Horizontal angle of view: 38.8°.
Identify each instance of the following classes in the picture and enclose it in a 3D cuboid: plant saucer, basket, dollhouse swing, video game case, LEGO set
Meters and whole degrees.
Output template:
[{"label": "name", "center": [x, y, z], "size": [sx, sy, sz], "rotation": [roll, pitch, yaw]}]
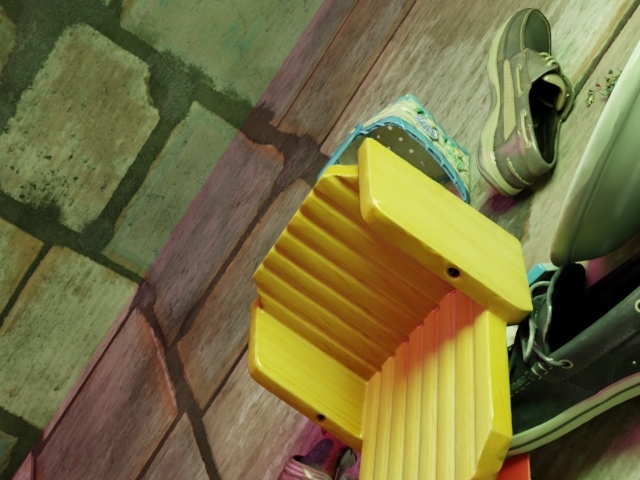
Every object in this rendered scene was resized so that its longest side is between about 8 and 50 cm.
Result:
[{"label": "plant saucer", "center": [0.408, -0.130, 1.080], "size": [0.400, 0.101, 0.400], "rotation": [-50, -24, -32]}, {"label": "basket", "center": [0.131, -0.104, 1.585], "size": [0.201, 0.255, 0.289], "rotation": [-28, 26, 46]}, {"label": "dollhouse swing", "center": [0.041, 0.143, 1.065], "size": [0.347, 0.315, 0.305], "rotation": [-53, 3, 41]}, {"label": "video game case", "center": [0.281, 0.074, 1.208], "size": [0.119, 0.166, 0.015], "rotation": [-47, 66, 23]}, {"label": "LEGO set", "center": [0.450, -0.240, 1.418], "size": [0.054, 0.023, 0.083], "rotation": [-61, 10, -14]}]

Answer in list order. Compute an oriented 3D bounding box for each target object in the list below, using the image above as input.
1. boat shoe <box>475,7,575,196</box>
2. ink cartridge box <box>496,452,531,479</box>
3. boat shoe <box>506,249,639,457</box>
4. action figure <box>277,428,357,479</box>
[{"label": "boat shoe", "center": [0.356, -0.237, 1.493], "size": [0.130, 0.132, 0.355], "rotation": [-15, 55, 45]}, {"label": "ink cartridge box", "center": [0.188, 0.362, 1.099], "size": [0.231, 0.078, 0.134], "rotation": [-37, 31, 37]}, {"label": "boat shoe", "center": [0.294, 0.111, 1.050], "size": [0.500, 0.156, 0.187], "rotation": [-35, 8, 38]}, {"label": "action figure", "center": [-0.045, 0.420, 1.284], "size": [0.248, 0.276, 0.370], "rotation": [177, 108, -71]}]
